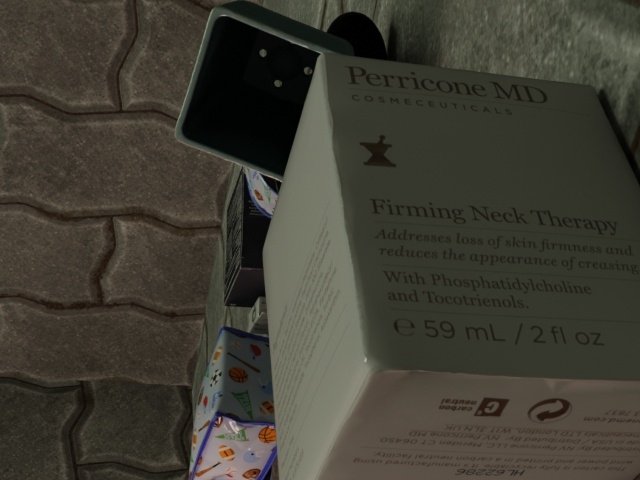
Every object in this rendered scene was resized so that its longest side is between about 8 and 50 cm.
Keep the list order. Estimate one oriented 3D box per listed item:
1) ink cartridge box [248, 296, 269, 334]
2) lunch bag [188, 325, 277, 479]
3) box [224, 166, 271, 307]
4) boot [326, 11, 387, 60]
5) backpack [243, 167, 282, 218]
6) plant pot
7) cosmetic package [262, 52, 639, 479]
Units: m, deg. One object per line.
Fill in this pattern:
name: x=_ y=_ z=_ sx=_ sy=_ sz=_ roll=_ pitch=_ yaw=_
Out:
ink cartridge box: x=-0.124 y=0.197 z=2.424 sx=0.180 sy=0.104 sz=0.060 roll=125 pitch=149 yaw=-63
lunch bag: x=-0.222 y=0.483 z=2.397 sx=0.327 sy=0.239 sz=0.385 roll=-90 pitch=21 yaw=-54
box: x=-0.147 y=0.000 z=2.421 sx=0.296 sy=0.183 sz=0.293 roll=121 pitch=152 yaw=-64
boot: x=0.091 y=-0.286 z=1.670 sx=0.260 sy=0.131 sz=0.347 roll=144 pitch=124 yaw=-76
backpack: x=-0.054 y=-0.163 z=1.981 sx=0.213 sy=0.277 sz=0.263 roll=106 pitch=157 yaw=-54
plant pot: x=-0.083 y=-0.283 z=1.614 sx=0.252 sy=0.247 sz=0.247 roll=-75 pitch=7 yaw=-63
cosmetic package: x=0.133 y=0.065 z=0.959 sx=0.327 sy=0.330 sz=0.393 roll=109 pitch=160 yaw=-46
